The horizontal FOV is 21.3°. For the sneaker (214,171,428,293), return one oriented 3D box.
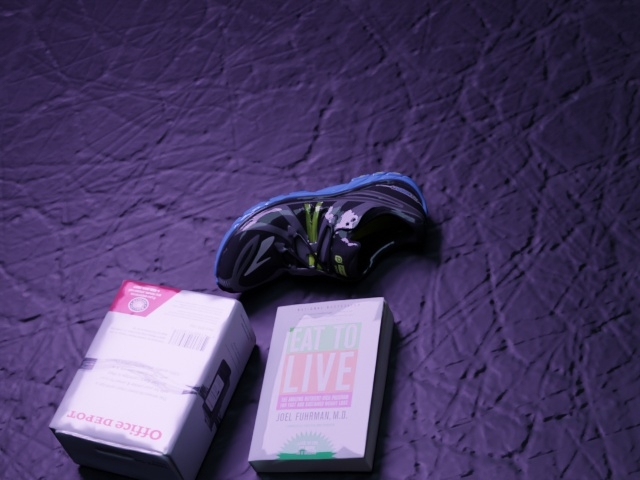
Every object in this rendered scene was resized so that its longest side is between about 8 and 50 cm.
[{"bbox_3d":[0.000,0.000,1.417,0.188,0.067,0.078,-18,44,-3],"label":"sneaker"}]

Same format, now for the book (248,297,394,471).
[{"bbox_3d":[0.001,0.116,1.353,0.096,0.035,0.144,-4,53,18],"label":"book"}]

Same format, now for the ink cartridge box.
[{"bbox_3d":[-0.132,0.115,1.366,0.109,0.063,0.150,10,57,22],"label":"ink cartridge box"}]
